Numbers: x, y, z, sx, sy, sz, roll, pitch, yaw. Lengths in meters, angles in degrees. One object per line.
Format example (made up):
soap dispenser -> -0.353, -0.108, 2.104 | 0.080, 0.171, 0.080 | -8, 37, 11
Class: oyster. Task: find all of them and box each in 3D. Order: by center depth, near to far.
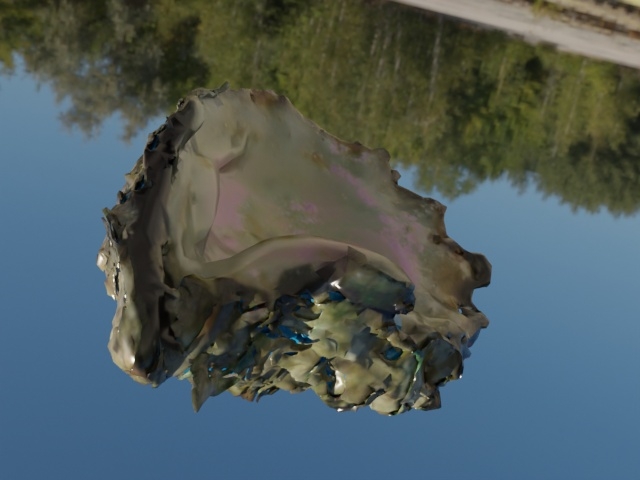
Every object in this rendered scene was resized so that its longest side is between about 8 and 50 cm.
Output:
oyster -> -0.005, 0.006, 0.439 | 0.198, 0.092, 0.259 | 43, -158, 7
